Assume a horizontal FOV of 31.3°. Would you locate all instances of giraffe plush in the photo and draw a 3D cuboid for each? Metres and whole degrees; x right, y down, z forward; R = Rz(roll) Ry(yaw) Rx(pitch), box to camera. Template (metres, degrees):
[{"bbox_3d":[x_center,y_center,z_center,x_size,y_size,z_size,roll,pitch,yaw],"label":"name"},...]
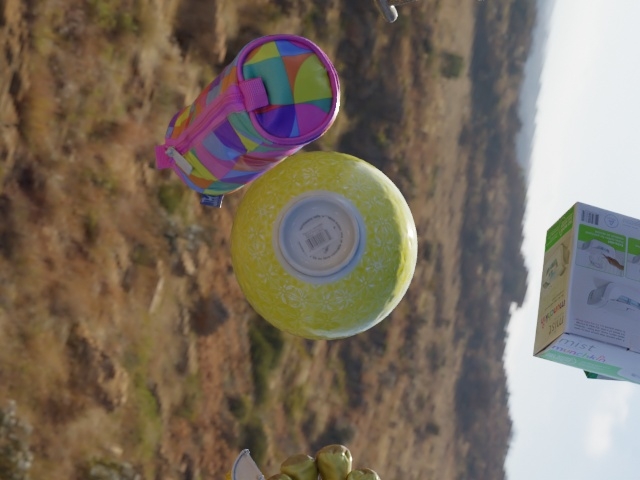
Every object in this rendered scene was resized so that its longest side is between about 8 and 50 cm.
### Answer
[{"bbox_3d":[0.012,0.449,1.765,0.210,0.181,0.170,-126,-152,-45],"label":"giraffe plush"}]

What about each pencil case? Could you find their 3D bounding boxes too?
[{"bbox_3d":[-0.069,-0.103,1.012,0.236,0.104,0.104,-26,-140,64],"label":"pencil case"}]

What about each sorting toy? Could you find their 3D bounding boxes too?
[{"bbox_3d":[-0.087,0.327,1.525,0.045,0.083,0.075,-35,161,0],"label":"sorting toy"}]

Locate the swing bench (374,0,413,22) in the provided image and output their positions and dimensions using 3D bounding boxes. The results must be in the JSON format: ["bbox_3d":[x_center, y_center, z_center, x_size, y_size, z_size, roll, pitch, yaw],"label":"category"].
[{"bbox_3d":[0.093,-0.452,1.413,0.254,0.165,0.253,33,60,-43],"label":"swing bench"}]

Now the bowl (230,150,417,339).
[{"bbox_3d":[0.000,0.000,1.672,0.156,0.289,0.290,60,47,-83],"label":"bowl"}]

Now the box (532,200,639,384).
[{"bbox_3d":[0.486,0.093,1.786,0.127,0.262,0.231,121,-18,-63],"label":"box"}]

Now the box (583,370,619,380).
[{"bbox_3d":[0.536,0.198,2.209,0.179,0.105,0.043,-102,-157,-52],"label":"box"}]
